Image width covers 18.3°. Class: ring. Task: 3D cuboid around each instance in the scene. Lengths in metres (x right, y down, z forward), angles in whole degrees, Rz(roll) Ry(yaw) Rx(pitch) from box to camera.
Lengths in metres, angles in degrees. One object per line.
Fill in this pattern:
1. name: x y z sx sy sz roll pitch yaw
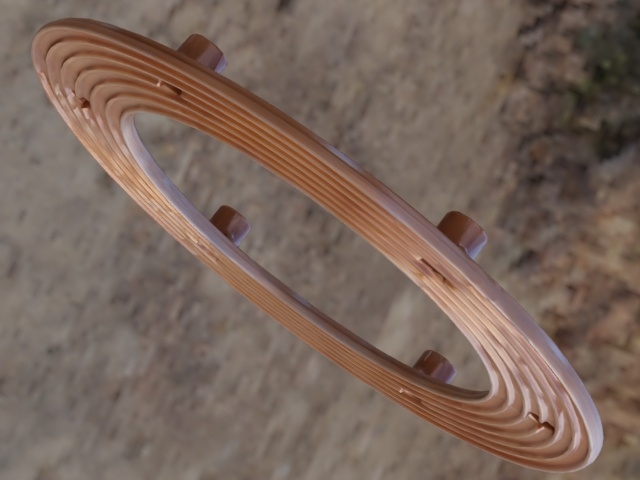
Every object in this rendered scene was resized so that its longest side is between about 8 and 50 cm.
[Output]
1. ring: 0.000 0.000 0.963 0.032 0.336 0.336 -52 164 -14
